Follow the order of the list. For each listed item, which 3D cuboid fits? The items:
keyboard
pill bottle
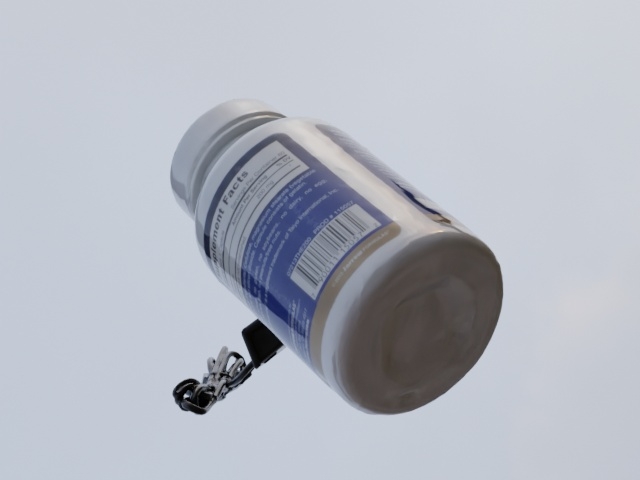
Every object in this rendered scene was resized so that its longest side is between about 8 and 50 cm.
[{"bbox_3d":[-0.016,0.045,1.126,0.201,0.033,0.317,-40,-3,4],"label":"keyboard"},{"bbox_3d":[0.000,0.000,0.588,0.067,0.120,0.067,-20,-51,-27],"label":"pill bottle"}]
